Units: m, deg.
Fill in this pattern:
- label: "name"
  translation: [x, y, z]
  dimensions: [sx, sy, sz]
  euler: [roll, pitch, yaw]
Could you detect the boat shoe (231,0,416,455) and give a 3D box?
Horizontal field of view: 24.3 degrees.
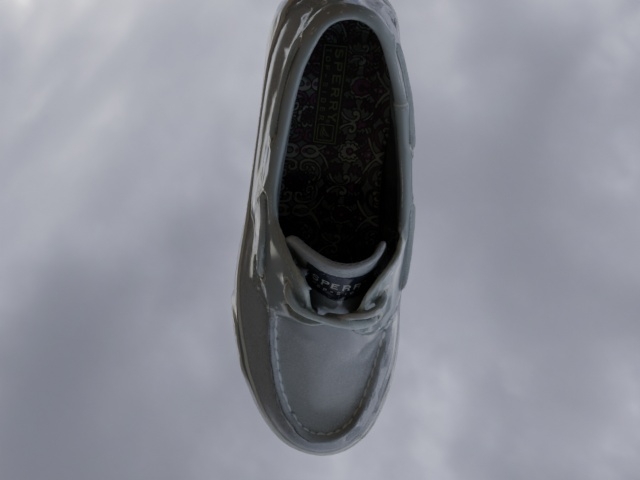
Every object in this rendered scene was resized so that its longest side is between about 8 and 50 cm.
- label: "boat shoe"
  translation: [0.001, -0.001, 0.656]
  dimensions: [0.081, 0.079, 0.228]
  euler: [-100, -168, -72]
